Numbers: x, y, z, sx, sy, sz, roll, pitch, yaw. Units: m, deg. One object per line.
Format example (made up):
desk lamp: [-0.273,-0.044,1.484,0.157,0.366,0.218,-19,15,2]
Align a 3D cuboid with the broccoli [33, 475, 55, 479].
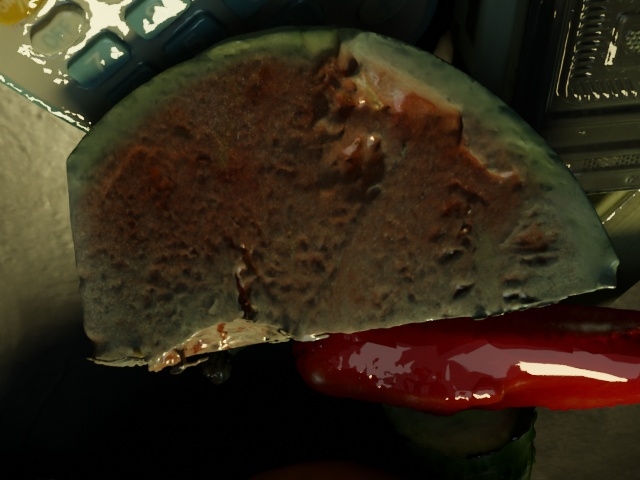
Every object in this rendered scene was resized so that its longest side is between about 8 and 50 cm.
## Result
broccoli: [-0.347,0.315,0.798,0.260,0.235,0.288,7,163,-15]

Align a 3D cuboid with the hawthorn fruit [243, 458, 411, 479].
hawthorn fruit: [-0.022,0.417,0.746,0.472,0.471,0.471,-6,132,-7]

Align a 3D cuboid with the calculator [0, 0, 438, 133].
calculator: [-0.099,-0.176,0.526,0.256,0.054,0.386,-36,129,19]

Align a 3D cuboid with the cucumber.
cucumber: [0.138,0.193,0.855,0.134,0.134,0.244,-16,139,2]

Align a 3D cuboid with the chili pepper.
chili pepper: [0.099,0.080,0.720,0.388,0.110,0.110,5,133,10]

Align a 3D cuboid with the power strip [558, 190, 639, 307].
power strip: [0.270,-0.057,0.703,0.092,0.066,0.387,25,124,-27]

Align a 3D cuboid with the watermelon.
watermelon: [0.014,-0.007,0.553,0.305,0.180,0.224,-10,135,20]

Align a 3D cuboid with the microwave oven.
microwave oven: [0.167,-0.139,0.566,0.162,0.122,0.208,-6,132,-8]
